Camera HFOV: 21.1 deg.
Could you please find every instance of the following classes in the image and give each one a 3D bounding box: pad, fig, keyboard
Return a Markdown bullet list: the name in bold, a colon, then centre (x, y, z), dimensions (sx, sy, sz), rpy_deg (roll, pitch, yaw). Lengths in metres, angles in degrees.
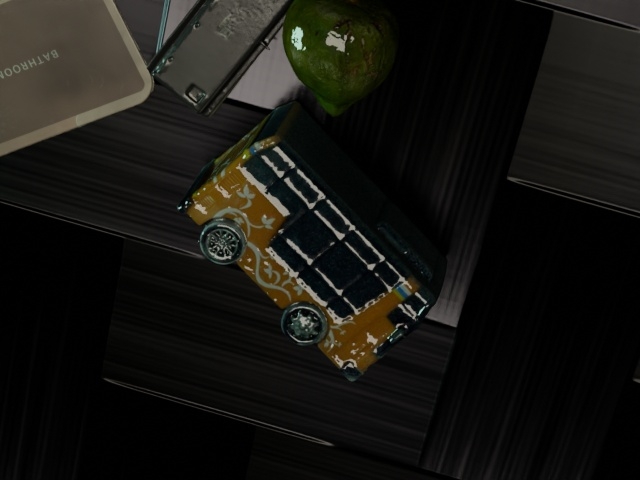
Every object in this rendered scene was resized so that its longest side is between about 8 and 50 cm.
- **pad**: centre (-0.328, -0.194, 1.909), dimensions (0.266, 0.002, 0.176), rpy_deg (-19, 111, 20)
- **fig**: centre (0.015, -0.189, 1.780), dimensions (0.123, 0.123, 0.156), rpy_deg (20, 130, 2)
- **keyboard**: centre (-0.089, -0.234, 1.827), dimensions (0.093, 0.025, 0.230), rpy_deg (39, 117, -7)

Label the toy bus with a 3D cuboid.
- **toy bus**: centre (0.000, 0.000, 1.865), dimensions (0.167, 0.138, 0.275), rpy_deg (-39, 101, 24)
